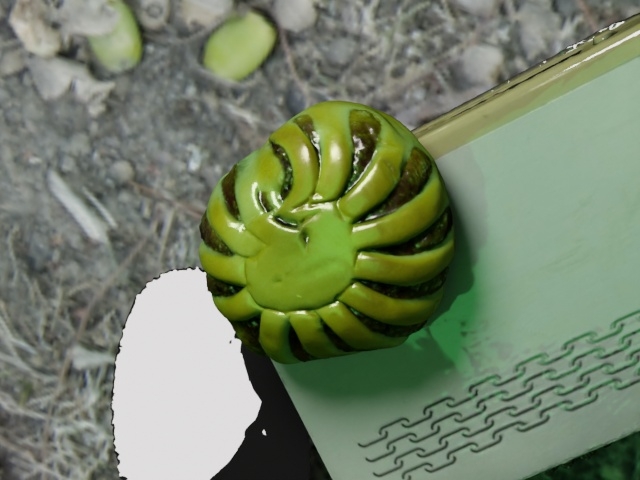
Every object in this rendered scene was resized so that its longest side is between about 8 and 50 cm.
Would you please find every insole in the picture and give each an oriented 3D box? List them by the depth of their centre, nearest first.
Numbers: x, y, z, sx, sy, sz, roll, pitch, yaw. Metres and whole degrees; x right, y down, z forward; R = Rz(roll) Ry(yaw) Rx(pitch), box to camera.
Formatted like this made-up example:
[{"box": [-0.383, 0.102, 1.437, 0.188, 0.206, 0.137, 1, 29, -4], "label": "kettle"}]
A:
[{"box": [-0.042, 0.162, 0.972, 0.109, 0.007, 0.322, -18, 71, -1], "label": "insole"}]

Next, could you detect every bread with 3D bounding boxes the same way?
[{"box": [0.000, 0.000, 0.912, 0.139, 0.071, 0.130, -19, 96, 23], "label": "bread"}]

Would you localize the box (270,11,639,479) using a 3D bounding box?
[{"box": [0.100, 0.030, 0.940, 0.270, 0.045, 0.211, -29, 90, 23], "label": "box"}]
